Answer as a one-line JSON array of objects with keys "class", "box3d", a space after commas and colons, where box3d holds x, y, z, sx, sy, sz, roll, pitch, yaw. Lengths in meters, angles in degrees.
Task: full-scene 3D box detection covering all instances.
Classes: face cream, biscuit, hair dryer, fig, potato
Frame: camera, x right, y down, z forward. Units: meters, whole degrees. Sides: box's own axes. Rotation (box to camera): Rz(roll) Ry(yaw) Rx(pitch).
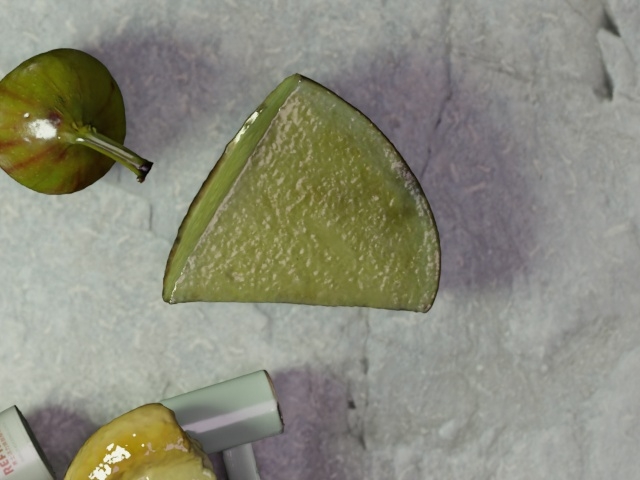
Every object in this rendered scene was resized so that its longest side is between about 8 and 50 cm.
[{"class": "face cream", "box3d": [-0.381, 0.259, 1.680, 0.214, 0.096, 0.096, -28, 101, -8]}, {"class": "biscuit", "box3d": [-0.156, 0.311, 1.704, 0.213, 0.091, 0.274, -37, 112, 15]}, {"class": "hair dryer", "box3d": [-0.091, 0.264, 1.771, 0.131, 0.073, 0.236, -16, 108, -9]}, {"class": "fig", "box3d": [-0.256, -0.107, 1.628, 0.142, 0.186, 0.148, -29, 103, 0]}, {"class": "potato", "box3d": [0.000, 0.000, 1.736, 0.255, 0.112, 0.269, 32, 91, -18]}]
